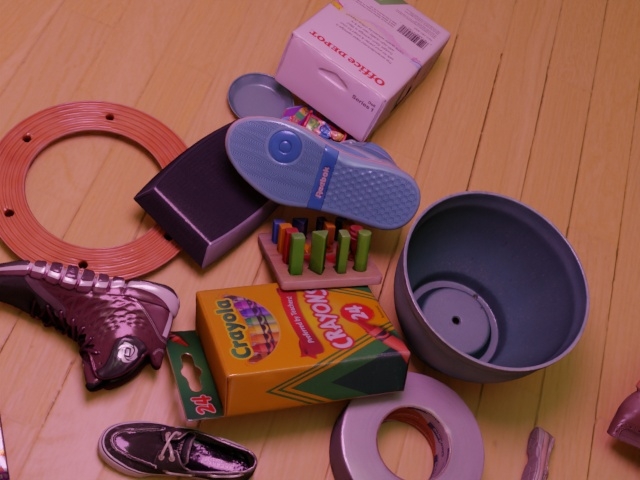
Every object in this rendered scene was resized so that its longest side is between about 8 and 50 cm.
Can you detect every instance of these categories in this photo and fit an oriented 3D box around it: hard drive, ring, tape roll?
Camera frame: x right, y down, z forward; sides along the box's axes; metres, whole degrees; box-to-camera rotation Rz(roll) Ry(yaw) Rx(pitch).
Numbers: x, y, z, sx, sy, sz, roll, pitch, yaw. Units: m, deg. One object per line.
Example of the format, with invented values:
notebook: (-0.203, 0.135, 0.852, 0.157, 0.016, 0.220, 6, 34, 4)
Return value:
hard drive: (-0.156, -0.088, 1.436, 0.172, 0.054, 0.254, 45, 51, 0)
ring: (-0.353, -0.079, 1.416, 0.336, 0.032, 0.337, 7, 60, -12)
tape roll: (0.125, 0.307, 1.312, 0.219, 0.072, 0.219, 8, 59, -13)

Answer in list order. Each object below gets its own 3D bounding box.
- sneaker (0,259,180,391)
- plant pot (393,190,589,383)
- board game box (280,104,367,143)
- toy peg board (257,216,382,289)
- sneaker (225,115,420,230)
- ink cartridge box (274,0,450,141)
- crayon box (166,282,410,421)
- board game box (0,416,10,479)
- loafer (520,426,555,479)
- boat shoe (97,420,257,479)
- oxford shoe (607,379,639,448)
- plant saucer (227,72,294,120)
sneaker: (-0.347, 0.127, 1.261, 0.281, 0.106, 0.163, 9, 67, -8)
plant pot: (0.237, 0.098, 1.390, 0.293, 0.196, 0.293, 7, 60, -12)
board game box: (0.012, -0.191, 1.571, 0.168, 0.033, 0.133, -13, 71, -30)
toy peg board: (0.000, 0.000, 1.401, 0.161, 0.079, 0.161, -2, 28, -18)
sneaker: (-0.004, -0.122, 1.456, 0.319, 0.127, 0.208, 23, 14, -11)
ink cartridge box: (0.078, -0.331, 1.609, 0.201, 0.117, 0.278, 36, 47, 6)
crayon box: (-0.055, 0.149, 1.295, 0.318, 0.081, 0.202, -6, 34, -19)
board game box: (-0.533, 0.266, 1.100, 0.275, 0.144, 0.142, -9, 65, -20)
loafer: (0.336, 0.347, 1.370, 0.039, 0.045, 0.125, 26, 54, -9)
boat shoe: (-0.194, 0.287, 1.230, 0.219, 0.070, 0.078, 12, 59, -9)
oxford shoe: (0.609, 0.369, 1.414, 0.363, 0.130, 0.133, 41, 93, 0)
plant saucer: (-0.107, -0.244, 1.586, 0.119, 0.021, 0.119, 7, 60, -12)
